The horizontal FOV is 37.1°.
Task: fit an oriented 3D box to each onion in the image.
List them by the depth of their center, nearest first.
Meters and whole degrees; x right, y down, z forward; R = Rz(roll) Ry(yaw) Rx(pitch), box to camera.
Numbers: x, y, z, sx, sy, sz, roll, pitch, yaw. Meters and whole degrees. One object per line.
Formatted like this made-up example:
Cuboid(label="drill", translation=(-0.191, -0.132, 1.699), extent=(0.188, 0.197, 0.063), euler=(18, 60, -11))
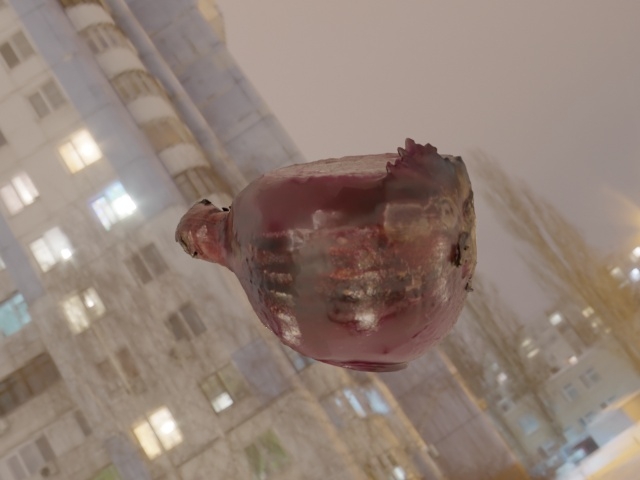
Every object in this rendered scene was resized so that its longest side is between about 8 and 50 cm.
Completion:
Cuboid(label="onion", translation=(0.002, 0.016, 0.595), extent=(0.198, 0.135, 0.173), euler=(-7, 2, 27))
